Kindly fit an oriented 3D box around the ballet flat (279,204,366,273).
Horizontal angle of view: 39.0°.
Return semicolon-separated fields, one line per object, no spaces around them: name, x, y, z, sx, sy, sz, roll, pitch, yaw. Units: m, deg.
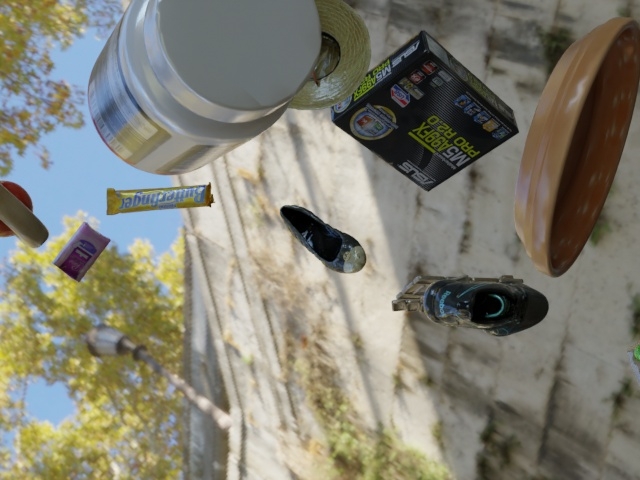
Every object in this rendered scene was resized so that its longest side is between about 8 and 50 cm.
ballet flat;0.000;0.000;1.293;0.049;0.173;0.057;27;-86;-49

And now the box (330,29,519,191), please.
box;0.185;-0.219;1.598;0.216;0.060;0.270;-34;-48;29

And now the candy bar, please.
candy bar;-0.230;-0.061;1.304;0.018;0.162;0.040;37;-131;-81

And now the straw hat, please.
straw hat;-0.009;-0.216;1.070;0.144;0.145;0.061;-65;-9;3

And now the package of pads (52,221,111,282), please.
package of pads;-0.364;0.017;1.378;0.050;0.032;0.083;38;-93;-22

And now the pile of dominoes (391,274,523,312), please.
pile of dominoes;0.268;0.098;1.836;0.251;0.196;0.040;3;-114;-21

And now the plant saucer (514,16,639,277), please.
plant saucer;0.194;-0.071;0.686;0.200;0.037;0.200;-43;-37;-45

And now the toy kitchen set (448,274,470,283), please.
toy kitchen set;0.231;0.108;1.616;0.068;0.075;0.083;-16;-83;-10

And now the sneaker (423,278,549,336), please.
sneaker;0.304;0.120;1.543;0.267;0.106;0.101;3;-90;-34

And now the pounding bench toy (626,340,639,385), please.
pounding bench toy;0.315;0.106;0.820;0.065;0.083;0.052;39;-63;-23

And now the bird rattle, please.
bird rattle;-0.458;-0.072;1.254;0.207;0.253;0.143;41;-113;-13

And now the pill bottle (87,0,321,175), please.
pill bottle;-0.112;-0.156;0.825;0.161;0.283;0.161;2;-95;-23
